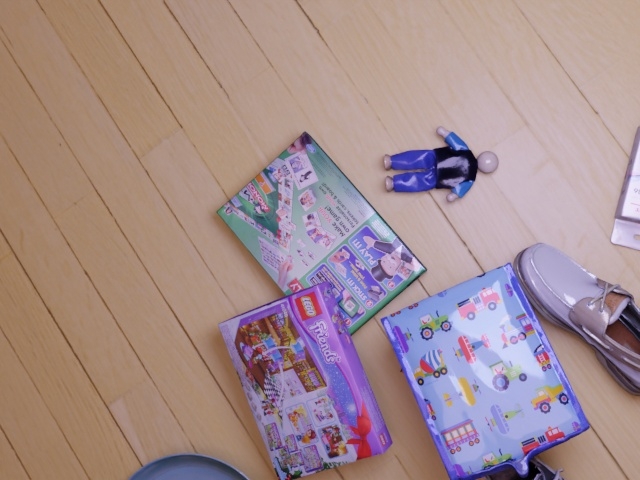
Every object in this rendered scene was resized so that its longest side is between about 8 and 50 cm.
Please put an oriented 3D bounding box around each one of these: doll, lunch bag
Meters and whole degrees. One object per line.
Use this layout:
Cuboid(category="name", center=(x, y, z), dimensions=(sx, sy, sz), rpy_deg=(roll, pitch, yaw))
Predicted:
Cuboid(category="doll", center=(0.204, -0.127, 1.398), dimensions=(0.189, 0.046, 0.129), rpy_deg=(-4, 88, 11))
Cuboid(category="lunch bag", center=(0.256, 0.220, 1.277), dimensions=(0.221, 0.138, 0.293), rpy_deg=(-24, 63, 6))

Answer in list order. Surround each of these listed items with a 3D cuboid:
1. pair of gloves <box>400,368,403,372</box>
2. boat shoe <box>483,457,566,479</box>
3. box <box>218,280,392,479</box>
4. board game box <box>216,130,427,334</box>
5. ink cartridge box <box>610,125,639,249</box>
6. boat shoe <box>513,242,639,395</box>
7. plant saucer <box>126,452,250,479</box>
Cuboid(category="pair of gloves", center=(0.182, 0.203, 1.405), dimensions=(0.074, 0.010, 0.083), rpy_deg=(25, 91, 11))
Cuboid(category="boat shoe", center=(0.340, 0.396, 1.318), dimensions=(0.113, 0.105, 0.306), rpy_deg=(-43, 81, 6))
Cuboid(category="box", center=(-0.027, 0.238, 1.390), dimensions=(0.201, 0.057, 0.293), rpy_deg=(-22, 88, 22))
Cuboid(category="board game box", center=(0.000, 0.000, 1.431), dimensions=(0.213, 0.046, 0.317), rpy_deg=(-41, 81, 7))
Cuboid(category="ink cartridge box", center=(0.544, -0.080, 1.321), dimensions=(0.115, 0.067, 0.198), rpy_deg=(14, 90, 11))
Cuboid(category="boat shoe", center=(0.439, 0.109, 1.296), dimensions=(0.302, 0.103, 0.113), rpy_deg=(43, 63, 4))
Cuboid(category="plant saucer", center=(-0.221, 0.528, 1.450), dimensions=(0.317, 0.044, 0.318), rpy_deg=(-1, 87, 11))
